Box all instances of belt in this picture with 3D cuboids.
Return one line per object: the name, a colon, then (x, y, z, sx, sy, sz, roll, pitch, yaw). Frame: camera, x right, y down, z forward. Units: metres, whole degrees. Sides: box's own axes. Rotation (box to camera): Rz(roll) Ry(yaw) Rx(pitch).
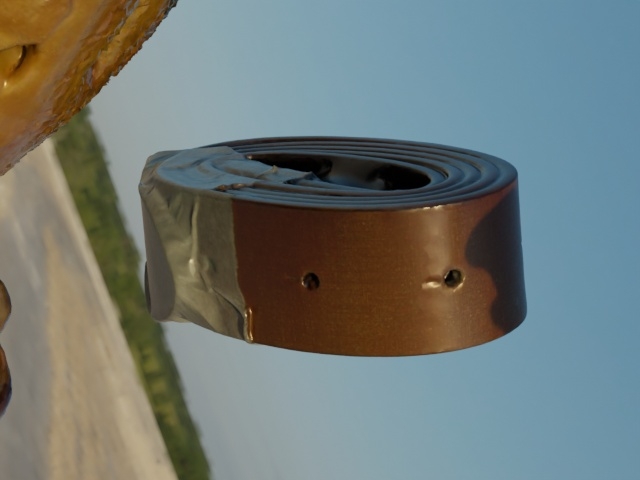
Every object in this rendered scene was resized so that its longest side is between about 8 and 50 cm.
belt: (0.000, 0.000, 1.080, 0.338, 0.217, 0.122, 10, -68, 43)

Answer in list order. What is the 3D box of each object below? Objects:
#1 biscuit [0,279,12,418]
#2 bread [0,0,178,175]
biscuit: (-0.290, 0.032, 0.600, 0.107, 0.325, 0.326, -53, -134, 30)
bread: (-0.142, -0.181, 0.846, 0.148, 0.328, 0.337, 35, 33, -5)
